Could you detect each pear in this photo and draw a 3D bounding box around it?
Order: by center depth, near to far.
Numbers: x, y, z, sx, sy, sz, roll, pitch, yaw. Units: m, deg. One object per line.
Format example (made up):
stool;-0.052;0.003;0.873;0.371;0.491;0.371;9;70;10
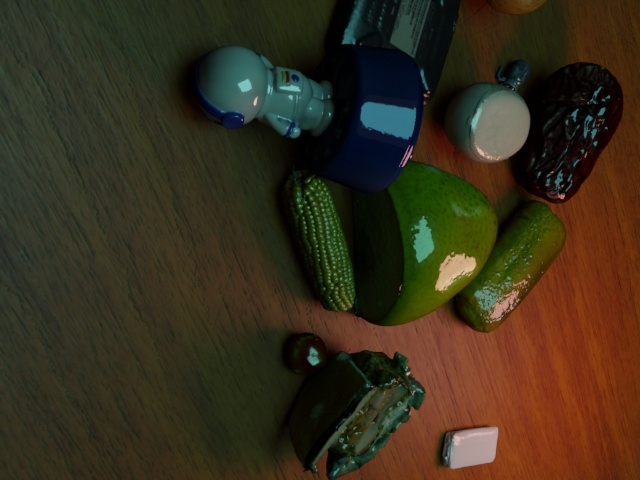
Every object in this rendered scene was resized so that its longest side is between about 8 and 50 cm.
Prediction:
pear;0.234;-0.003;1.662;0.317;0.238;0.343;-9;102;-30

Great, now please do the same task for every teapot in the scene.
teapot;0.461;-0.395;1.913;0.063;0.049;0.083;47;67;-34

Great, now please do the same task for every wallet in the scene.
wallet;0.368;0.508;1.972;0.190;0.033;0.095;3;93;-41

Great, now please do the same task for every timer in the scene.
timer;-0.041;-0.246;1.420;0.383;0.270;0.271;10;90;-25

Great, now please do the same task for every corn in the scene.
corn;0.000;0.000;1.552;0.101;0.101;0.311;-31;114;-33

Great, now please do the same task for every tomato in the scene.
tomato;-0.024;0.223;1.579;0.087;0.075;0.087;-3;96;-36

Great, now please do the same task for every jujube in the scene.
jujube;0.606;-0.258;1.969;0.216;0.216;0.342;24;86;-39

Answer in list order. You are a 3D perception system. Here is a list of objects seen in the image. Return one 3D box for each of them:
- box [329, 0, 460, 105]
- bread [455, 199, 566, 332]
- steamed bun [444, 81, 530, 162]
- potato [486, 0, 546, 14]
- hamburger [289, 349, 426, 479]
box;0.159;-0.449;1.638;0.288;0.073;0.290;23;81;-39
bread;0.471;0.062;1.944;0.383;0.112;0.166;-44;122;-26
steamed bun;0.365;-0.266;1.798;0.228;0.130;0.177;-2;108;-41
potato;0.428;-0.697;1.769;0.296;0.289;0.397;81;6;-50
hamburger;0.064;0.325;1.607;0.167;0.192;0.288;37;98;-31
